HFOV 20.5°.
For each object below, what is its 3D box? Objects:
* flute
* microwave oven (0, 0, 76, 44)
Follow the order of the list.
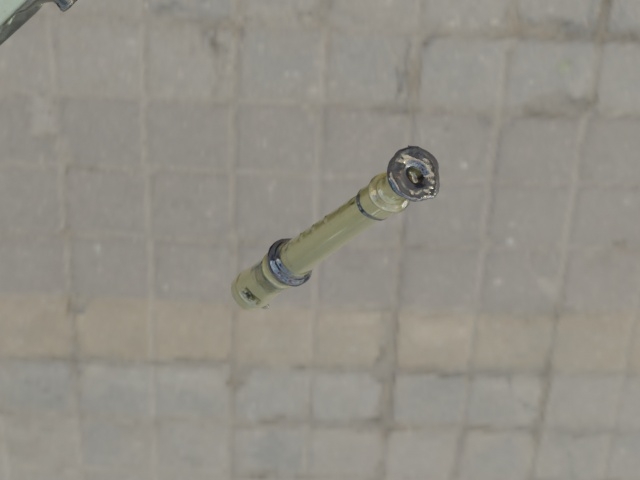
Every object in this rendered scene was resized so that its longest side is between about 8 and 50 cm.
[{"bbox_3d":[0.000,0.000,0.847,0.027,0.027,0.233,18,160,-16],"label":"flute"},{"bbox_3d":[-0.307,-0.259,1.331,0.333,0.394,0.247,-40,109,23],"label":"microwave oven"}]
